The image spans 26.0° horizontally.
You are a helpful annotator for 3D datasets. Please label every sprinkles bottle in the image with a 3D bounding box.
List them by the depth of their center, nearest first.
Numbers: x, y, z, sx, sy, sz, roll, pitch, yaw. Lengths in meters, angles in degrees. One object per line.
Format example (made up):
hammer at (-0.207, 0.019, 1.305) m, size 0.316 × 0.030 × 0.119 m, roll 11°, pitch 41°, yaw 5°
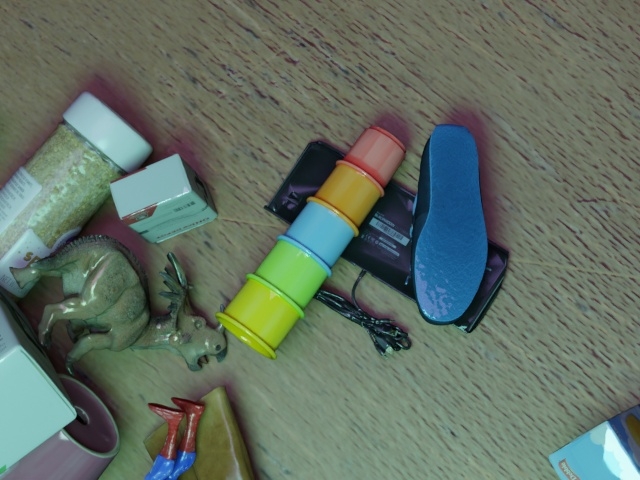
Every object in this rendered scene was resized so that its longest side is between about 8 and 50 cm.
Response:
sprinkles bottle at (-0.377, -0.027, 1.815) m, size 0.121 × 0.121 × 0.355 m, roll 41°, pitch 89°, yaw 14°

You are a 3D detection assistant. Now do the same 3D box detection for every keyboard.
keyboard at (0.068, 0.024, 1.779) m, size 0.317 × 0.033 × 0.201 m, roll 32°, pitch 80°, yaw 14°

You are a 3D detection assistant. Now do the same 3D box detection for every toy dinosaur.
toy dinosaur at (-0.255, 0.061, 1.730) m, size 0.200 × 0.296 × 0.127 m, roll -30°, pitch 47°, yaw 1°

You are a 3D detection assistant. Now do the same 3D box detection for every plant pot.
plant pot at (-0.352, 0.266, 1.695) m, size 0.180 × 0.201 × 0.201 m, roll -41°, pitch 76°, yaw 16°

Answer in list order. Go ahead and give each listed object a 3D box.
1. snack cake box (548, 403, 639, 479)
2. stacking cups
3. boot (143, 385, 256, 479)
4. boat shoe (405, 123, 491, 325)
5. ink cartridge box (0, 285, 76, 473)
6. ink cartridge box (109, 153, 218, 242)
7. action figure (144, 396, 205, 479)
snack cake box at (0.387, 0.331, 1.598) m, size 0.089 × 0.152 × 0.264 m, roll -36°, pitch 76°, yaw 23°
stacking cups at (0.000, 0.000, 1.740) m, size 0.096 × 0.096 × 0.316 m, roll 35°, pitch 76°, yaw 13°
boot at (-0.070, 0.310, 1.702) m, size 0.264 × 0.096 × 0.280 m, roll -33°, pitch 71°, yaw 32°
boat shoe at (0.163, -0.014, 1.722) m, size 0.109 × 0.089 × 0.258 m, roll 12°, pitch 71°, yaw -4°
ink cartridge box at (-0.433, 0.166, 1.622) m, size 0.211 × 0.289 × 0.121 m, roll -37°, pitch 121°, yaw -7°
ink cartridge box at (-0.200, -0.052, 1.783) m, size 0.099 × 0.135 × 0.056 m, roll -22°, pitch 74°, yaw 4°
action figure at (-0.235, 0.327, 1.706) m, size 0.139 × 0.091 × 0.280 m, roll 12°, pitch 95°, yaw 24°
